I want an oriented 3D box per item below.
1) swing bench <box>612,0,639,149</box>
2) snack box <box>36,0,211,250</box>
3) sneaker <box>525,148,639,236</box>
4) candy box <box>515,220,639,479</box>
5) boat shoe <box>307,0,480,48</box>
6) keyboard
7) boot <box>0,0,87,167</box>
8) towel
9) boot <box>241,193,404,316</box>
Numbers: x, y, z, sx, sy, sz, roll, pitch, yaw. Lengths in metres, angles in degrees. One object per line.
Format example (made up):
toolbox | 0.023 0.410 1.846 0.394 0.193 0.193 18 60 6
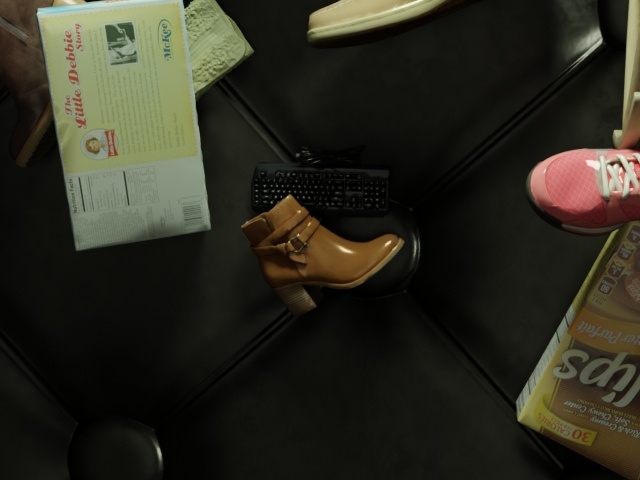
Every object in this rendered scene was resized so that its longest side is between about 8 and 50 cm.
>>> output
swing bench | 0.510 -0.220 1.433 0.253 0.165 0.254 4 101 6
snack box | -0.258 -0.156 1.543 0.187 0.060 0.321 -9 109 -11
sneaker | 0.412 -0.080 1.427 0.314 0.136 0.115 1 70 -8
candy box | 0.415 0.140 1.549 0.183 0.087 0.316 27 102 3
boat shoe | 0.134 -0.341 1.489 0.341 0.121 0.110 -21 93 0
keyboard | -0.002 -0.080 1.588 0.192 0.038 0.100 1 100 6
boot | -0.426 -0.247 1.587 0.207 0.090 0.248 26 94 2
towel | -0.176 -0.254 1.583 0.148 0.027 0.110 -38 93 12
boot | 0.000 0.000 1.582 0.197 0.073 0.152 -30 96 12
